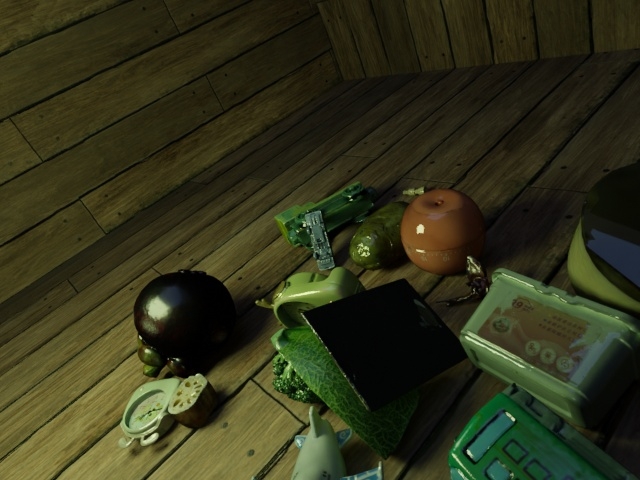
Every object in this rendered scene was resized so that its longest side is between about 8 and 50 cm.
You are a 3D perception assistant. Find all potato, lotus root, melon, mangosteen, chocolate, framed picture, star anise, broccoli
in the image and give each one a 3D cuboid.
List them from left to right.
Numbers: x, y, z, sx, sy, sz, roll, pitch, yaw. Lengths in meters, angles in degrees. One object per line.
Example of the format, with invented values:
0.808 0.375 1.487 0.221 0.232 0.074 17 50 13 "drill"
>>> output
-0.392 0.237 1.312 0.297 0.297 0.313 -16 58 14 "mangosteen"
-0.330 0.416 1.167 0.113 0.081 0.122 -7 35 30 "lotus root"
-0.025 0.299 1.073 0.196 0.156 0.195 -1 5 0 "broccoli"
0.038 0.278 0.937 0.324 0.124 0.196 35 46 7 "melon"
0.206 -0.016 1.410 0.176 0.141 0.298 23 46 36 "potato"
0.150 0.204 0.974 0.324 0.013 0.244 -12 51 -38 "framed picture"
0.391 0.137 1.129 0.141 0.144 0.158 28 52 -2 "star anise"
0.659 0.042 0.861 0.314 0.297 0.326 -37 50 -8 "chocolate"

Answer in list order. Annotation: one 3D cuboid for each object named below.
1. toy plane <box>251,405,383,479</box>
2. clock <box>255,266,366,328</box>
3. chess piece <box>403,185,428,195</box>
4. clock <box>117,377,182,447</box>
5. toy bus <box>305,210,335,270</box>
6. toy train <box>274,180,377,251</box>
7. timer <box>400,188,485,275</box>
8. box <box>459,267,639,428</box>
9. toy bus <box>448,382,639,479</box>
-0.007 0.455 0.841 0.267 0.122 0.266 -18 34 13 "toy plane"
-0.016 0.175 1.166 0.308 0.235 0.096 -7 45 33 "clock"
0.347 -0.180 1.663 0.092 0.035 0.035 -1 38 41 "chess piece"
-0.450 0.463 1.197 0.152 0.062 0.191 -14 33 16 "clock"
0.000 0.000 1.485 0.064 0.190 0.075 -15 1 7 "toy bus"
0.029 -0.102 1.668 0.369 0.150 0.237 -29 25 -10 "toy train"
0.339 -0.022 1.251 0.230 0.214 0.229 -12 35 9 "timer"
0.436 0.208 0.878 0.182 0.175 0.312 -45 35 -15 "box"
0.347 0.389 0.629 0.200 0.183 0.343 -35 31 -11 "toy bus"
